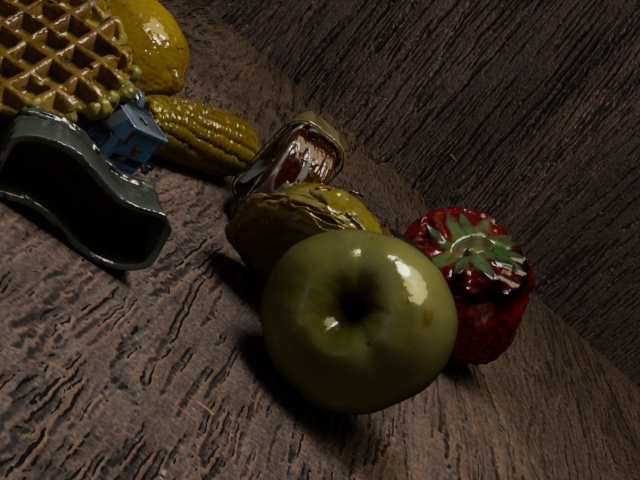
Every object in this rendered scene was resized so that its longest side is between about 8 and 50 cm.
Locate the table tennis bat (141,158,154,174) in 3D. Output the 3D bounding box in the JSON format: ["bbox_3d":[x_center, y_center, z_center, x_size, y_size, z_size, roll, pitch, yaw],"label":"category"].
[{"bbox_3d":[-0.282,-0.125,1.975,0.050,0.007,0.083,35,13,-28],"label":"table tennis bat"}]

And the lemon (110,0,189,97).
[{"bbox_3d":[-0.323,-0.324,2.105,0.257,0.188,0.188,43,12,23],"label":"lemon"}]

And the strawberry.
[{"bbox_3d":[0.255,0.105,2.370,0.292,0.310,0.291,14,37,-11],"label":"strawberry"}]

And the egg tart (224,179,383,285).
[{"bbox_3d":[0.000,0.000,1.861,0.295,0.295,0.116,36,57,-27],"label":"egg tart"}]

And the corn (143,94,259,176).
[{"bbox_3d":[-0.211,-0.178,2.120,0.120,0.120,0.363,47,13,19],"label":"corn"}]

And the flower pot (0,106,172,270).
[{"bbox_3d":[-0.291,-0.062,1.515,0.229,0.103,0.108,36,13,-25],"label":"flower pot"}]

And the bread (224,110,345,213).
[{"bbox_3d":[-0.055,-0.101,2.116,0.142,0.224,0.212,37,36,-15],"label":"bread"}]

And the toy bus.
[{"bbox_3d":[-0.352,-0.213,1.774,0.297,0.131,0.106,47,11,23],"label":"toy bus"}]

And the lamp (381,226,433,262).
[{"bbox_3d":[0.091,0.080,2.024,0.161,0.185,0.161,38,12,-9],"label":"lamp"}]

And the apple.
[{"bbox_3d":[0.050,0.113,1.657,0.262,0.262,0.262,40,13,-11],"label":"apple"}]

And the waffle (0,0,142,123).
[{"bbox_3d":[-0.386,-0.255,1.647,0.301,0.058,0.281,-18,56,-33],"label":"waffle"}]
